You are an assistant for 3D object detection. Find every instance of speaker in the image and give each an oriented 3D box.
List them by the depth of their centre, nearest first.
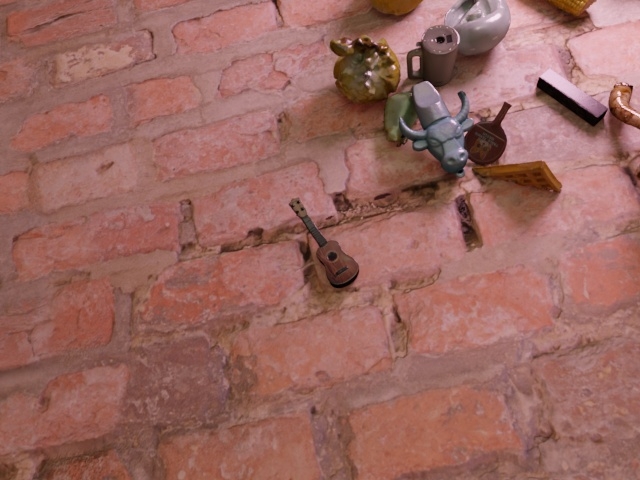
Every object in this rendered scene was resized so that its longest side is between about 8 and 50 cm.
[{"bbox_3d":[0.662,-0.379,1.572,0.046,0.040,0.191,-40,66,-11],"label":"speaker"}]

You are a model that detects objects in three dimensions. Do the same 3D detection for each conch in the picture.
[{"bbox_3d":[0.210,-0.333,1.611,0.105,0.079,0.170,13,72,29],"label":"conch"},{"bbox_3d":[0.436,-0.610,1.665,0.184,0.121,0.221,10,62,17],"label":"conch"}]

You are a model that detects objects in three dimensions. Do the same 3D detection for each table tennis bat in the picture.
[{"bbox_3d":[0.451,-0.284,1.582,0.107,0.119,0.170,31,105,8],"label":"table tennis bat"}]

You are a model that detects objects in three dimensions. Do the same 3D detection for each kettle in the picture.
[{"bbox_3d":[0.310,-0.491,1.620,0.126,0.148,0.098,-32,68,-7],"label":"kettle"}]

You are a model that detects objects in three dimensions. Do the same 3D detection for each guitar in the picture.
[{"bbox_3d":[0.000,0.000,1.515,0.083,0.038,0.271,-33,68,-6],"label":"guitar"}]

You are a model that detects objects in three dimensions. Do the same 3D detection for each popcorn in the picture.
[{"bbox_3d":[0.115,-0.472,1.623,0.197,0.212,0.198,-24,36,19],"label":"popcorn"}]

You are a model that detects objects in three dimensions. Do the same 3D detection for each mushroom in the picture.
[{"bbox_3d":[0.795,-0.254,1.448,0.233,0.301,0.208,-33,109,-9],"label":"mushroom"}]

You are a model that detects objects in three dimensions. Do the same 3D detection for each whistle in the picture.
[{"bbox_3d":[0.309,-0.285,1.538,0.186,0.093,0.274,-23,79,5],"label":"whistle"}]

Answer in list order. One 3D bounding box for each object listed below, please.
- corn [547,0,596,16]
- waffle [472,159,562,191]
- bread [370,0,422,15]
[{"bbox_3d":[0.663,-0.727,1.694,0.093,0.093,0.244,-42,67,-10],"label":"corn"},{"bbox_3d":[0.499,-0.157,1.521,0.191,0.125,0.032,0,65,46],"label":"waffle"},{"bbox_3d":[0.234,-0.773,1.740,0.197,0.170,0.197,1,73,-3],"label":"bread"}]
